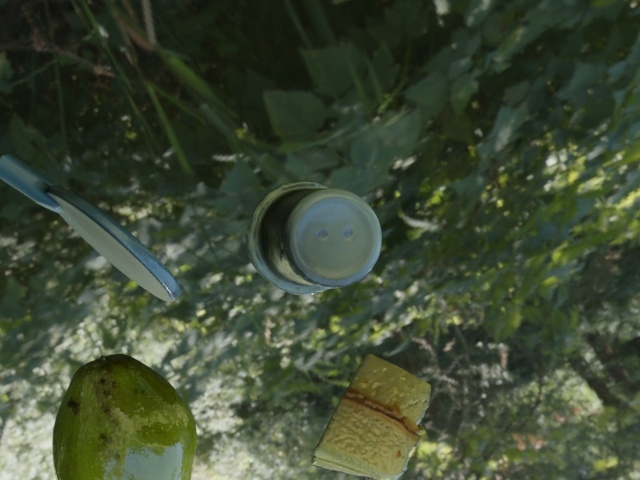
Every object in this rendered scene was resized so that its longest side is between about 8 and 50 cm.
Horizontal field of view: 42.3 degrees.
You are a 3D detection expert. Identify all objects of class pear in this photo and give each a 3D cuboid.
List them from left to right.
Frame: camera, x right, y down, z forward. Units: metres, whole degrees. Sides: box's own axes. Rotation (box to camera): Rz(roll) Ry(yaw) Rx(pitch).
[{"bbox_3d":[-0.287,0.297,1.214,0.213,0.269,0.212,-16,-173,2],"label":"pear"}]

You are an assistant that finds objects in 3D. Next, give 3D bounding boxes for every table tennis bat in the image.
[{"bbox_3d":[-0.335,-0.019,1.201,0.044,0.329,0.215,-52,174,-17],"label":"table tennis bat"}]

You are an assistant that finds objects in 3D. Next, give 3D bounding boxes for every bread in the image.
[{"bbox_3d":[0.110,0.375,1.665,0.240,0.178,0.135,-60,171,-30],"label":"bread"}]

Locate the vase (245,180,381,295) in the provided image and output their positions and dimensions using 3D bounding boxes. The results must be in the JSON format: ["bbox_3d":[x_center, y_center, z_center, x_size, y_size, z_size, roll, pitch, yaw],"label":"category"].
[{"bbox_3d":[0.000,0.000,1.580,0.245,0.245,0.291,-26,-172,-11],"label":"vase"}]
